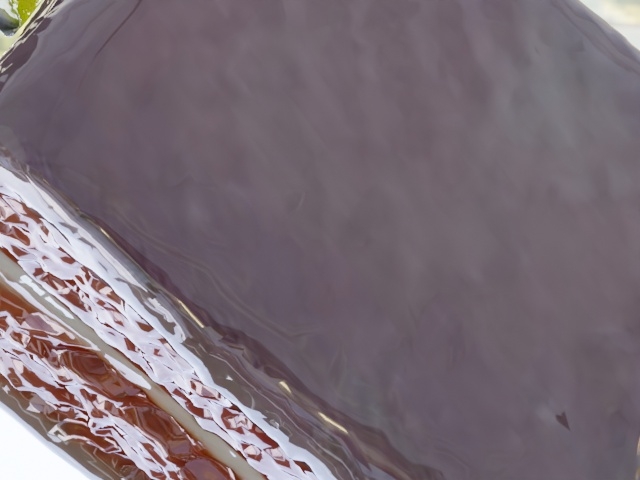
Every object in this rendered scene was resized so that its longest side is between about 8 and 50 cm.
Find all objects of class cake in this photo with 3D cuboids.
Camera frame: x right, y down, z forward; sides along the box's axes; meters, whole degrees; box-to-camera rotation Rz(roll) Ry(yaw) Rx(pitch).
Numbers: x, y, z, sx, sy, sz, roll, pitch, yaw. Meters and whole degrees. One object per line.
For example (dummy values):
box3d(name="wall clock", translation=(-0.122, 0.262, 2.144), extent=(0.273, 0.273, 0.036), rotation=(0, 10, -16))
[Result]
box3d(name="cake", translation=(0.000, 0.000, 0.693), extent=(0.230, 0.309, 0.237), rotation=(-54, -167, -30))

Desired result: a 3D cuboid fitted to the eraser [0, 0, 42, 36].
box3d(name="eraser", translation=(-0.182, -0.259, 1.054), extent=(0.069, 0.158, 0.226), rotation=(8, -130, 29))
